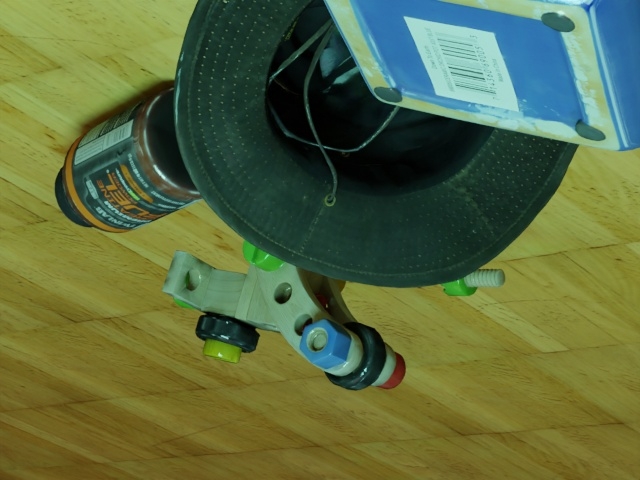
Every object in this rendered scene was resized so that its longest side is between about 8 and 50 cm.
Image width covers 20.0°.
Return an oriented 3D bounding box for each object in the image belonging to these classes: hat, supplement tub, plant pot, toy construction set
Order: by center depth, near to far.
[{"bbox_3d":[0.119,-0.192,1.061,0.236,0.212,0.236,13,160,22],"label":"plant pot"},{"bbox_3d":[0.037,-0.126,1.354,0.331,0.331,0.134,21,-168,-26],"label":"hat"},{"bbox_3d":[0.000,0.000,1.654,0.237,0.258,0.309,-1,-174,40],"label":"toy construction set"},{"bbox_3d":[-0.168,-0.067,1.672,0.106,0.106,0.198,23,154,-30],"label":"supplement tub"}]
